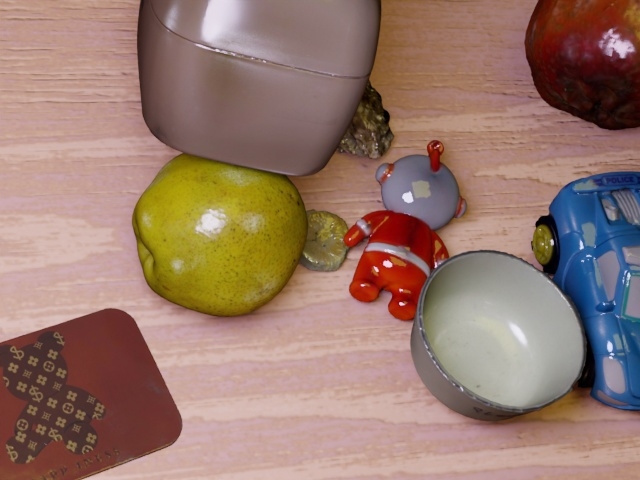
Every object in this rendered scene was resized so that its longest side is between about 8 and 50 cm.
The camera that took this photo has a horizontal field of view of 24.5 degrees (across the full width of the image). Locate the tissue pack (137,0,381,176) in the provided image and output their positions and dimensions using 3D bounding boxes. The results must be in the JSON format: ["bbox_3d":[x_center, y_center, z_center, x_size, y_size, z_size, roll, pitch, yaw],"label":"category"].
[{"bbox_3d":[-0.071,-0.270,1.703,0.267,0.277,0.387,15,25,-13],"label":"tissue pack"}]

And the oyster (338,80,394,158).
[{"bbox_3d":[0.038,-0.176,1.897,0.105,0.056,0.177,0,57,-28],"label":"oyster"}]

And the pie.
[{"bbox_3d":[0.000,0.000,1.799,0.084,0.020,0.084,8,62,-15],"label":"pie"}]

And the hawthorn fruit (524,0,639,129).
[{"bbox_3d":[0.401,-0.303,1.970,0.254,0.254,0.300,14,73,-12],"label":"hawthorn fruit"}]

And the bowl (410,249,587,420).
[{"bbox_3d":[0.195,0.125,1.742,0.211,0.112,0.211,9,60,-15],"label":"bowl"}]

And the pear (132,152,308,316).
[{"bbox_3d":[-0.116,-0.009,1.671,0.198,0.198,0.198,9,59,-15],"label":"pear"}]

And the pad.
[{"bbox_3d":[-0.295,0.181,1.600,0.267,0.004,0.181,-18,70,-28],"label":"pad"}]

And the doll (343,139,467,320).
[{"bbox_3d":[0.110,-0.023,1.820,0.142,0.076,0.245,24,61,-10],"label":"doll"}]

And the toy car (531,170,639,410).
[{"bbox_3d":[0.393,0.059,1.824,0.198,0.166,0.314,-2,63,-17],"label":"toy car"}]
